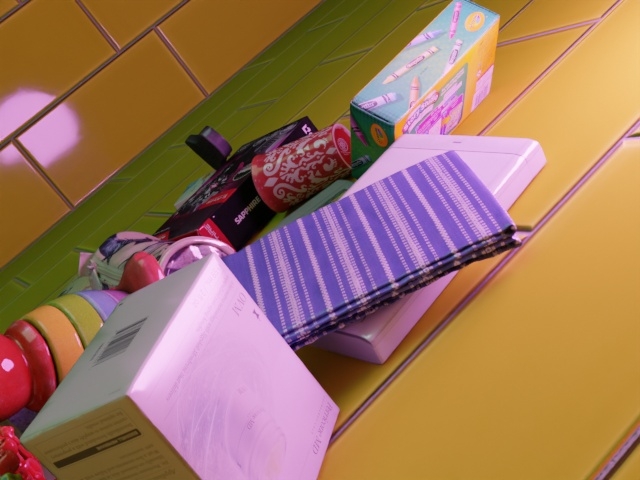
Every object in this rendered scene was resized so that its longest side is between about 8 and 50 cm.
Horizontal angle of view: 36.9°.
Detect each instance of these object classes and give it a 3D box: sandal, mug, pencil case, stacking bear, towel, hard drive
[{"bbox_3d":[-0.222,-0.201,2.022,0.054,0.097,0.254,-50,14,-11],"label":"sandal"},{"bbox_3d":[-0.018,-0.142,1.702,0.169,0.113,0.150,-24,24,28],"label":"mug"},{"bbox_3d":[-0.247,0.068,1.507,0.184,0.159,0.410,-3,3,-26],"label":"pencil case"},{"bbox_3d":[-0.334,0.144,1.208,0.289,0.164,0.175,-17,-18,-41],"label":"stacking bear"},{"bbox_3d":[0.041,0.017,1.111,0.336,0.040,0.243,-26,29,2],"label":"towel"},{"bbox_3d":[0.088,-0.008,1.180,0.233,0.047,0.353,10,48,47],"label":"hard drive"}]

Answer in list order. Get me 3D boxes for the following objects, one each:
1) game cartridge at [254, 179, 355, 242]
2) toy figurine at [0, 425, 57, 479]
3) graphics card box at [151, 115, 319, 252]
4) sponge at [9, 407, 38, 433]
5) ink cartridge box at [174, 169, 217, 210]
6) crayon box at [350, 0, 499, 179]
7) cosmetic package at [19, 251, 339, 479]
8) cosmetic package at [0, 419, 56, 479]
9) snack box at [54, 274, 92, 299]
[{"bbox_3d":[0.000,0.000,1.407,0.196,0.060,0.294,-33,18,2],"label":"game cartridge"},{"bbox_3d":[-0.200,0.231,1.012,0.217,0.191,0.362,-37,18,-15],"label":"toy figurine"},{"bbox_3d":[-0.165,-0.077,1.846,0.233,0.094,0.371,-17,26,50],"label":"graphics card box"},{"bbox_3d":[-0.526,0.289,1.520,0.210,0.117,0.031,-56,21,-17],"label":"sponge"},{"bbox_3d":[-0.223,-0.118,2.108,0.181,0.061,0.104,-28,20,27],"label":"ink cartridge box"},{"bbox_3d":[0.158,-0.217,1.448,0.081,0.165,0.278,32,61,23],"label":"crayon box"},{"bbox_3d":[-0.116,0.174,0.906,0.138,0.224,0.224,-25,22,27],"label":"cosmetic package"},{"bbox_3d":[-0.611,0.346,1.256,0.393,0.329,0.327,-48,19,-26],"label":"cosmetic package"},{"bbox_3d":[-0.464,0.110,2.006,0.322,0.060,0.187,-23,23,39],"label":"snack box"}]
